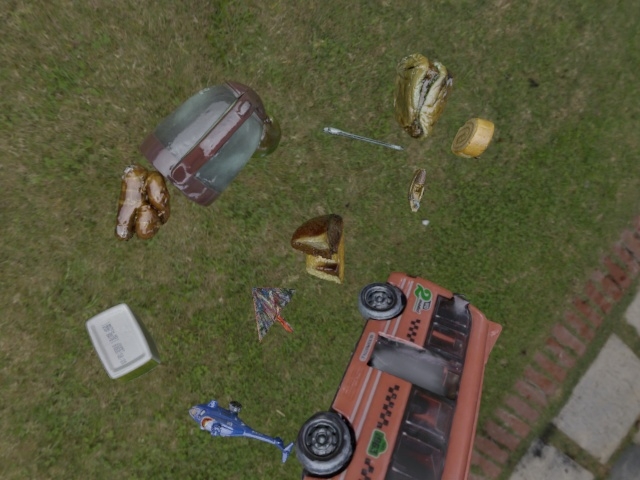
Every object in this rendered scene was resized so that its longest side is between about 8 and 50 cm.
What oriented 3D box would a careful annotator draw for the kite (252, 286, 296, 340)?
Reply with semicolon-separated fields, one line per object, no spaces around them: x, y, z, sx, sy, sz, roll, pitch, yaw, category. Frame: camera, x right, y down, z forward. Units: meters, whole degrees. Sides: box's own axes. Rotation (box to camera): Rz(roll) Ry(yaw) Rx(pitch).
-0.151;0.214;1.237;0.189;0.009;0.232;44;115;14;kite

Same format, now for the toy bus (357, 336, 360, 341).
0.226;0.253;1.251;0.301;0.113;0.139;-53;146;-27;toy bus

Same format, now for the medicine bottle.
-0.400;0.219;0.842;0.088;0.188;0.131;-29;77;-22;medicine bottle

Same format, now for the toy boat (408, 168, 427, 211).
0.330;-0.172;1.380;0.047;0.049;0.148;8;99;-20;toy boat

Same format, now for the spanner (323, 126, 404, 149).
0.135;-0.304;1.212;0.302;0.071;0.017;3;107;-36;spanner

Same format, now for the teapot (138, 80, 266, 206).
-0.269;-0.265;1.022;0.312;0.315;0.233;-46;113;3;teapot

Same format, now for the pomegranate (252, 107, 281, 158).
-0.233;-0.347;1.347;0.180;0.210;0.179;20;55;-31;pomegranate

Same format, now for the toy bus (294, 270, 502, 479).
0.121;0.261;0.615;0.202;0.233;0.426;88;26;-45;toy bus

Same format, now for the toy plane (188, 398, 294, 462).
-0.124;0.291;0.620;0.167;0.062;0.053;24;93;-7;toy plane

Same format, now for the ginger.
-0.350;-0.070;0.812;0.103;0.073;0.161;12;93;6;ginger

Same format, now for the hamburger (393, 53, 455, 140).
0.270;-0.376;1.060;0.130;0.183;0.205;-2;121;-6;hamburger

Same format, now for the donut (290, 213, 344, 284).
0.000;0.000;1.058;0.113;0.295;0.151;1;66;9;donut

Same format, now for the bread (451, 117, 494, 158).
0.475;-0.318;1.250;0.073;0.149;0.122;19;97;-7;bread
